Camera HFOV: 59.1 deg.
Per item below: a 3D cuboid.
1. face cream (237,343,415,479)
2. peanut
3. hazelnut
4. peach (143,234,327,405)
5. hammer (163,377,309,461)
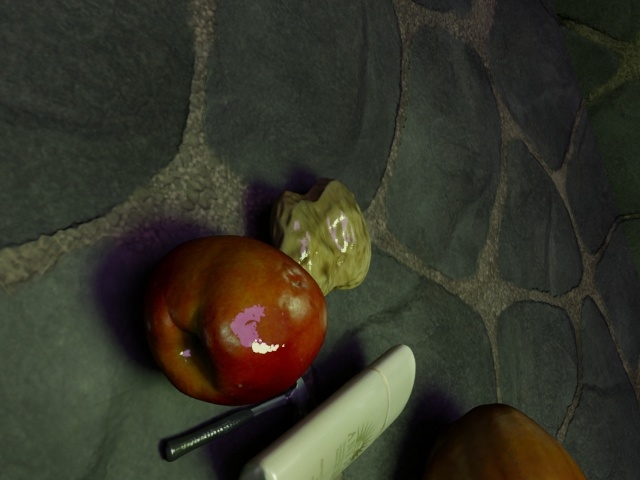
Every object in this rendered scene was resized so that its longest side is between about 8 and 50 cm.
[{"bbox_3d":[0.022,0.300,0.867,0.349,0.081,0.173,-25,137,-45],"label":"face cream"},{"bbox_3d":[0.000,0.000,0.927,0.233,0.110,0.196,-21,100,-45],"label":"peanut"},{"bbox_3d":[0.324,0.480,0.987,0.366,0.366,0.365,12,72,-42],"label":"hazelnut"},{"bbox_3d":[-0.110,0.097,0.739,0.243,0.199,0.243,28,29,-17],"label":"peach"},{"bbox_3d":[-0.115,0.251,0.814,0.246,0.029,0.103,-9,87,-44],"label":"hammer"}]
